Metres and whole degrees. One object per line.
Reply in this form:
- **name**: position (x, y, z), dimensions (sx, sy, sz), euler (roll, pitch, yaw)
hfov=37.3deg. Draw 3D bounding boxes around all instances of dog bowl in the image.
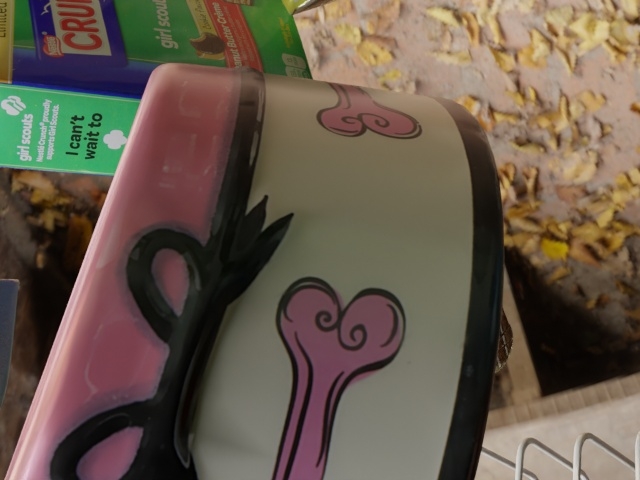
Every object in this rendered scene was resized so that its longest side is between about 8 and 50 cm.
- **dog bowl**: position (-0.073, 0.093, 0.492), dimensions (0.150, 0.408, 0.408), euler (20, 123, -13)

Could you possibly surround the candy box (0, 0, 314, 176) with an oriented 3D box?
- **candy box**: position (-0.183, -0.189, 0.985), dimensions (0.317, 0.268, 0.122), euler (2, 136, -19)

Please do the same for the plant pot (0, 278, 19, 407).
- **plant pot**: position (-0.546, 0.178, 1.170), dimensions (0.247, 0.248, 0.252), euler (-5, 85, 27)

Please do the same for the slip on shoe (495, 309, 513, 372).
- **slip on shoe**: position (0.190, 0.094, 1.108), dimensions (0.051, 0.041, 0.135), euler (-27, 121, -15)

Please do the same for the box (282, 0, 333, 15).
- **box**: position (0.032, -0.300, 1.011), dimensions (0.087, 0.232, 0.058), euler (-27, 98, 32)

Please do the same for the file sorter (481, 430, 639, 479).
- **file sorter**: position (0.294, 0.294, 0.952), dimensions (0.278, 0.173, 0.193), euler (-15, 145, 37)
